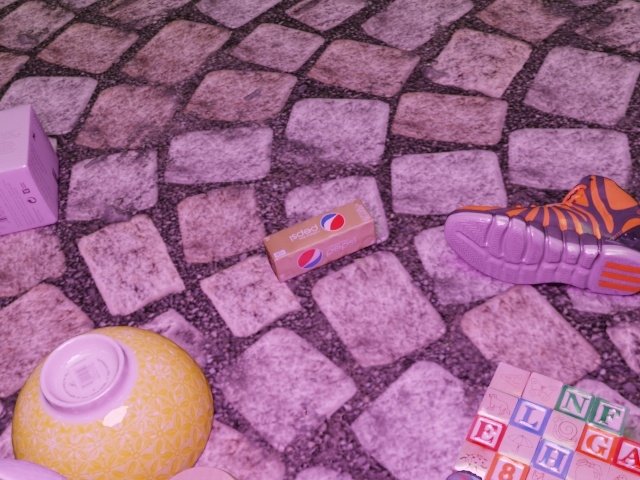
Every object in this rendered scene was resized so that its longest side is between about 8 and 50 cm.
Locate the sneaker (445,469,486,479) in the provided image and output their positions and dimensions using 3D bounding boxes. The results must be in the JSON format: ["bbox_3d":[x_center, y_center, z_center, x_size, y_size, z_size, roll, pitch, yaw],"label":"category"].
[{"bbox_3d":[0.147,0.385,0.870,0.125,0.104,0.262,5,60,-8],"label":"sneaker"}]

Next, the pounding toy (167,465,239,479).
[{"bbox_3d":[-0.146,0.400,0.951,0.237,0.110,0.183,-51,43,-5],"label":"pounding toy"}]

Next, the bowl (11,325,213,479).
[{"bbox_3d":[-0.307,0.220,1.099,0.289,0.156,0.289,-5,47,5],"label":"bowl"}]

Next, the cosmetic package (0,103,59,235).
[{"bbox_3d":[-0.584,-0.128,1.456,0.151,0.151,0.184,-13,49,-3],"label":"cosmetic package"}]

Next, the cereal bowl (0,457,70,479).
[{"bbox_3d":[-0.344,0.409,0.886,0.339,0.141,0.339,-2,85,24],"label":"cereal bowl"}]

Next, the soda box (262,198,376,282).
[{"bbox_3d":[0.000,0.000,1.308,0.181,0.061,0.058,-22,48,-10],"label":"soda box"}]

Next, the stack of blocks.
[{"bbox_3d":[0.333,0.289,0.978,0.297,0.087,0.171,19,54,24],"label":"stack of blocks"}]

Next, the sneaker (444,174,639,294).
[{"bbox_3d":[0.363,-0.024,1.249,0.321,0.125,0.180,14,47,7],"label":"sneaker"}]
